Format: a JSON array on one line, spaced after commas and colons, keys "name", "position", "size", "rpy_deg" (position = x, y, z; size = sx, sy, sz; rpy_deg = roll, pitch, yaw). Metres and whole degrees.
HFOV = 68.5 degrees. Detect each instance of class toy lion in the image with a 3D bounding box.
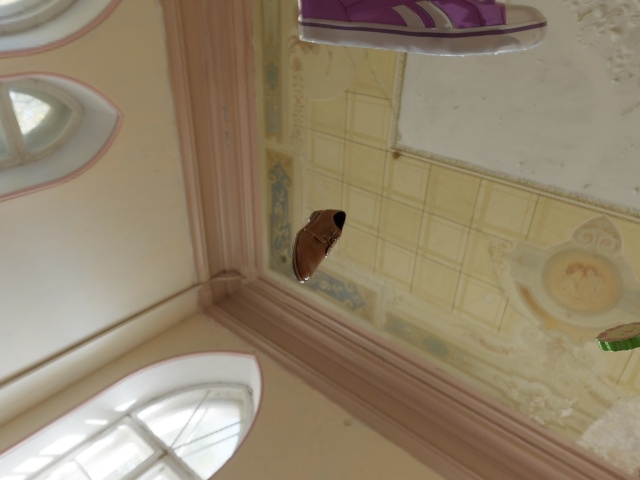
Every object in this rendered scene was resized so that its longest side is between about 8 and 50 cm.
[{"name": "toy lion", "position": [0.404, 0.114, 0.585], "size": [0.096, 0.100, 0.034], "rpy_deg": [140, -70, -74]}]

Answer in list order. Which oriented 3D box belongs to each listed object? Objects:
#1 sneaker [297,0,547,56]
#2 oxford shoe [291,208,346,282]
[{"name": "sneaker", "position": [0.110, -0.289, 0.506], "size": [0.282, 0.102, 0.161], "rpy_deg": [10, -62, 10]}, {"name": "oxford shoe", "position": [0.000, 0.000, 0.953], "size": [0.076, 0.212, 0.076], "rpy_deg": [-11, -54, 30]}]
